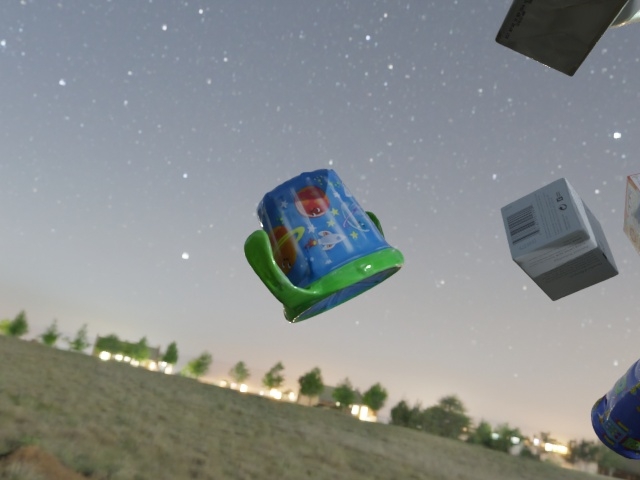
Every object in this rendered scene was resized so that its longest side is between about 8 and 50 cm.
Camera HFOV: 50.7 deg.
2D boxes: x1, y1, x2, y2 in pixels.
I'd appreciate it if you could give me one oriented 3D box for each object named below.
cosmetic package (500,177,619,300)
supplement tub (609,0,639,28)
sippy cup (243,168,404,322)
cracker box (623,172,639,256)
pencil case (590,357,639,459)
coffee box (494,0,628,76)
[{"bbox_3d":[0.496,0.001,1.410,0.152,0.151,0.184,-29,-49,29],"label":"cosmetic package"},{"bbox_3d":[0.734,-0.631,1.575,0.332,0.240,0.241,-17,-6,-17],"label":"supplement tub"},{"bbox_3d":[0.000,0.000,1.227,0.240,0.224,0.305,-27,-12,1],"label":"sippy cup"},{"bbox_3d":[0.672,-0.007,1.315,0.067,0.232,0.155,-13,-48,6],"label":"cracker box"},{"bbox_3d":[0.566,0.233,1.111,0.120,0.133,0.306,24,-47,9],"label":"pencil case"},{"bbox_3d":[0.350,-0.383,0.846,0.119,0.297,0.168,28,-16,6],"label":"coffee box"}]
